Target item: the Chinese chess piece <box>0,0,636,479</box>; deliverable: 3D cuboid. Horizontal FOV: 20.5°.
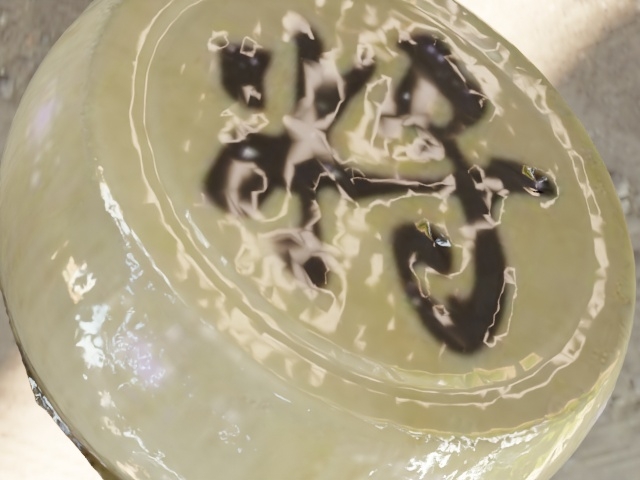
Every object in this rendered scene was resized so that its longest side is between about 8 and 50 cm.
[{"bbox_3d":[0.000,0.000,0.698,0.257,0.257,0.104,20,139,-18],"label":"Chinese chess piece"}]
